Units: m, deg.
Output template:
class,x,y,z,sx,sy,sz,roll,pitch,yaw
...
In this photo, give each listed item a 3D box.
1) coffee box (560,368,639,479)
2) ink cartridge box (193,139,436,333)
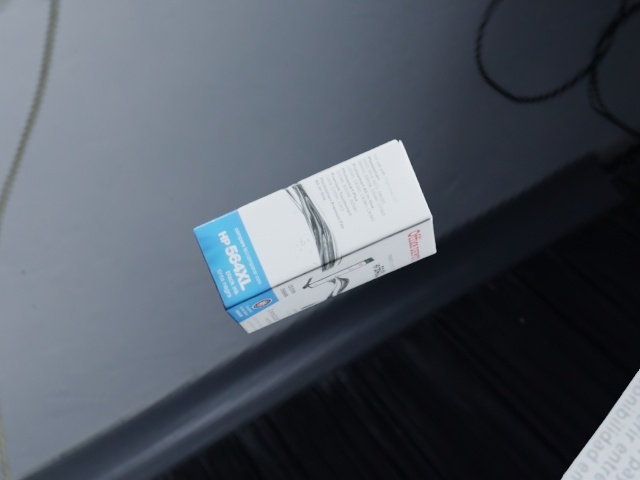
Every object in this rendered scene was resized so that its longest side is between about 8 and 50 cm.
class,x,y,z,sx,sy,sz,roll,pitch,yaw
coffee box,0.326,0.093,0.404,0.337,0.334,0.338,-55,142,4
ink cartridge box,0.000,0.000,1.315,0.203,0.086,0.148,-23,166,1
